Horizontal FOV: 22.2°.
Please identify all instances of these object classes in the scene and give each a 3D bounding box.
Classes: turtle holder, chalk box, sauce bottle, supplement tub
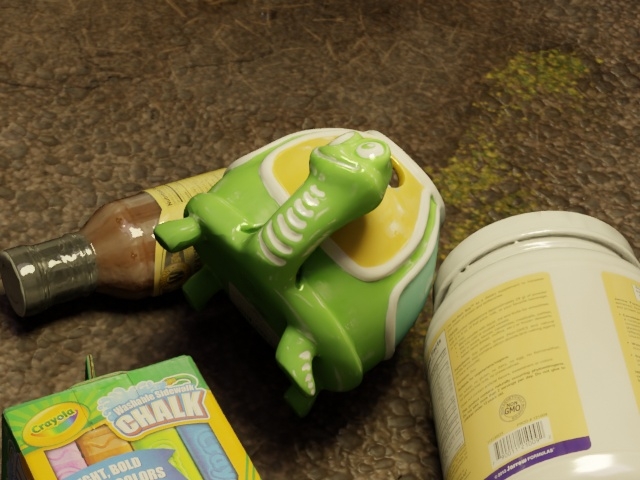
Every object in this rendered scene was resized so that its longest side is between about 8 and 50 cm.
[{"bbox_3d":[-0.010,-0.006,1.528,0.227,0.320,0.243,-41,50,-12],"label":"turtle holder"},{"bbox_3d":[-0.164,0.228,1.383,0.179,0.180,0.289,-16,48,-24],"label":"chalk box"},{"bbox_3d":[-0.156,-0.001,1.674,0.344,0.111,0.111,-19,50,-24],"label":"sauce bottle"},{"bbox_3d":[0.221,0.158,1.473,0.241,0.241,0.331,2,44,-8],"label":"supplement tub"}]
